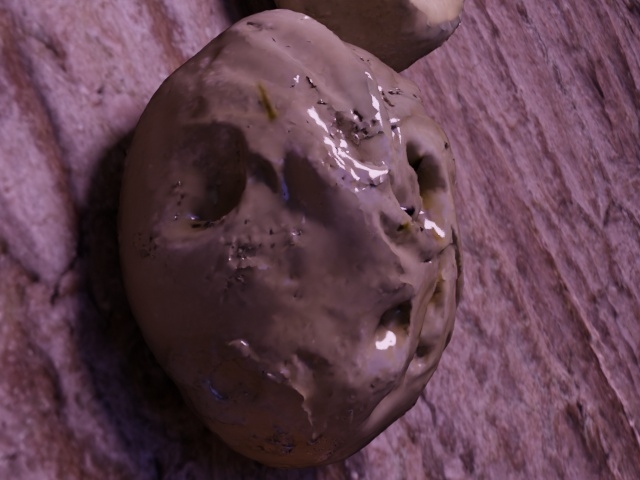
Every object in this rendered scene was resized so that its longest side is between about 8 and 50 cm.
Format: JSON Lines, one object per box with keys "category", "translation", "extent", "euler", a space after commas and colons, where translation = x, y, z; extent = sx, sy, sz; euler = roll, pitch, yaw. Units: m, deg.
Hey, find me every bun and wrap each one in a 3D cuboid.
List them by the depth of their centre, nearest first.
{"category": "bun", "translation": [0.000, 0.000, 1.096], "extent": [0.326, 0.234, 0.362], "euler": [23, 60, -55]}
{"category": "bun", "translation": [0.025, -0.279, 1.366], "extent": [0.259, 0.152, 0.259], "euler": [40, 30, -29]}
